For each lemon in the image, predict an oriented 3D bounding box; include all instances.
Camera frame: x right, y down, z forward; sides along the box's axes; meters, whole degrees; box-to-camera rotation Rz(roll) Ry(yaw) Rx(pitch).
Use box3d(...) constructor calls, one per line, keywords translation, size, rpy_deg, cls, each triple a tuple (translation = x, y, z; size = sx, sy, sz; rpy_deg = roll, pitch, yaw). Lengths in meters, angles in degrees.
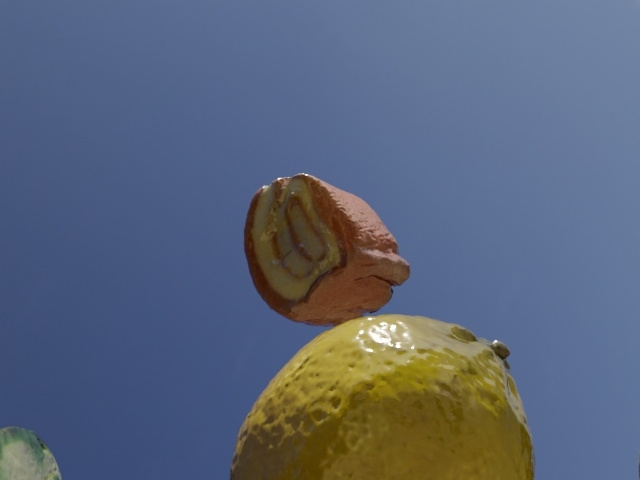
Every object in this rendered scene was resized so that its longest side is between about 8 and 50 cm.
box3d(translation=(0.043, 0.151, 0.607), size=(0.231, 0.192, 0.192), rpy_deg=(-47, -49, -1), cls="lemon")

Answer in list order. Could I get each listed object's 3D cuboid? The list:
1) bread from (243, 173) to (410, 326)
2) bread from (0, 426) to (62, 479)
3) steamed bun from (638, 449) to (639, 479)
box3d(translation=(-0.009, 0.008, 1.318), size=(0.190, 0.244, 0.123), rpy_deg=(-44, -36, 16), cls="bread")
box3d(translation=(-0.386, 0.430, 1.152), size=(0.129, 0.382, 0.366), rpy_deg=(-17, -34, -1), cls="bread")
box3d(translation=(0.484, 0.269, 0.858), size=(0.324, 0.230, 0.372), rpy_deg=(-28, -88, -32), cls="steamed bun")
